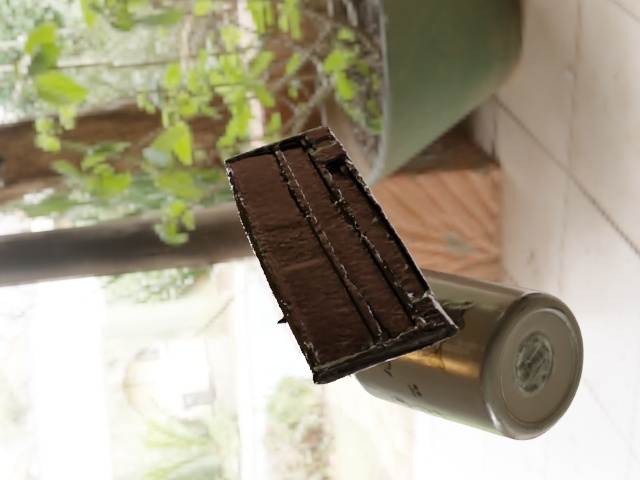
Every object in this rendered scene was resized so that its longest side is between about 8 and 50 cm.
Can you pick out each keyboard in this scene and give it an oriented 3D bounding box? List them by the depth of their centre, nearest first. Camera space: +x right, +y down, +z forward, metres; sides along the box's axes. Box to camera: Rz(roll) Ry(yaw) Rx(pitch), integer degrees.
[{"bbox_3d":[0.000,0.000,0.741,0.250,0.087,0.017,-118,9,-55],"label":"keyboard"}]

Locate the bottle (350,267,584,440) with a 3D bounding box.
[{"bbox_3d":[0.080,0.076,0.956,0.233,0.110,0.110,10,108,49],"label":"bottle"}]
